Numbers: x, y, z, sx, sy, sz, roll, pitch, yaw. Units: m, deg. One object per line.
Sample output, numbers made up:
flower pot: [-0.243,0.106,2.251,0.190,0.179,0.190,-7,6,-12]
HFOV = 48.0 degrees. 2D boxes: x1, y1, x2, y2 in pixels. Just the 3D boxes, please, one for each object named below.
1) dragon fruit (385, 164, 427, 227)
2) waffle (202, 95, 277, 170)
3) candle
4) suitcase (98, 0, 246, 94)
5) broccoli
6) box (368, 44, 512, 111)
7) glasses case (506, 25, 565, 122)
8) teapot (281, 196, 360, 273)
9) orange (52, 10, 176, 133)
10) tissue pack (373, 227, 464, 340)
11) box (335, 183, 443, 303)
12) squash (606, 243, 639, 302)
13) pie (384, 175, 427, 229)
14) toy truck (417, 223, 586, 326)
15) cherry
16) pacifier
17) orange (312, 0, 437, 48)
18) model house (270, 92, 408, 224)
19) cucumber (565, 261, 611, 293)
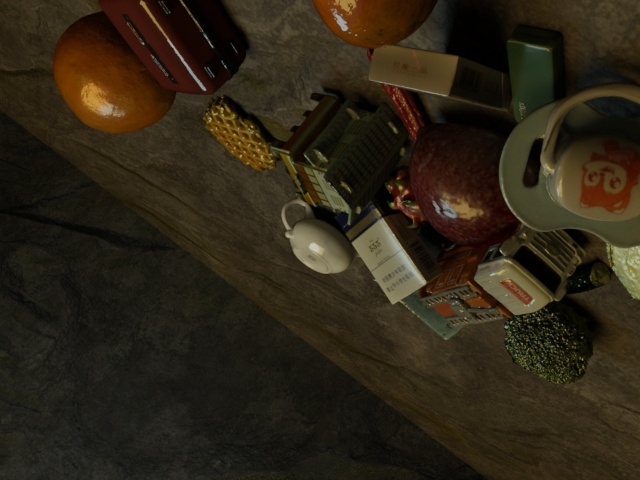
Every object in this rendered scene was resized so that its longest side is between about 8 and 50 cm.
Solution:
dragon fruit: [0.253,-0.097,1.541,0.236,0.135,0.137,8,144,19]
waffle: [-0.223,-0.286,1.999,0.254,0.052,0.245,41,160,-11]
candle: [0.165,-0.272,1.415,0.329,0.048,0.051,54,-166,-38]
suitcase: [-0.329,-0.477,1.604,0.236,0.161,0.297,17,153,45]
broccoli: [0.540,0.231,1.718,0.176,0.198,0.226,11,-142,-49]
box: [0.203,-0.263,1.163,0.150,0.067,0.233,24,-163,33]
glasses case: [0.350,-0.257,1.158,0.078,0.039,0.184,23,155,33]
teapot: [0.000,0.000,2.131,0.298,0.139,0.204,41,161,-16]
orange: [-0.515,-0.426,1.820,0.312,0.312,0.312,32,159,14]
tissue pack: [0.290,0.107,1.837,0.257,0.185,0.081,40,-161,-7]
box: [0.154,0.007,1.672,0.259,0.071,0.168,58,148,6]
squash: [0.623,0.017,1.259,0.220,0.133,0.220,44,157,24]
pie: [0.140,-0.097,1.762,0.248,0.090,0.201,18,150,34]
toy truck: [0.380,0.074,1.577,0.173,0.207,0.387,39,159,-7]
cherry: [0.284,-0.108,1.363,0.300,0.203,0.230,46,164,18]
pacifier: [0.434,-0.124,1.154,0.300,0.244,0.233,13,-171,1]
orange: [0.083,-0.396,1.020,0.171,0.240,0.240,14,150,36]
model house: [0.044,-0.178,1.554,0.215,0.224,0.198,21,153,38]
cucumber: [0.544,0.090,1.571,0.058,0.052,0.215,58,159,0]
